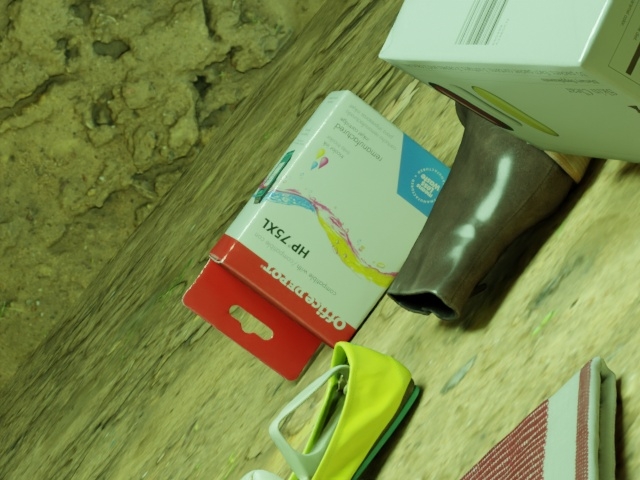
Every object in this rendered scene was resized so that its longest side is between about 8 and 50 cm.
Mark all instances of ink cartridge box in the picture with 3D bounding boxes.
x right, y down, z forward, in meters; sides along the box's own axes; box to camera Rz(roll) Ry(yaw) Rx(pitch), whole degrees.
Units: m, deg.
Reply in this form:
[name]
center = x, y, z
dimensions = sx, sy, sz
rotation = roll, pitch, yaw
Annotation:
[ink cartridge box]
center = 0.000, 0.000, 1.675
dimensions = 0.231, 0.134, 0.078
rotation = -54, 11, -3

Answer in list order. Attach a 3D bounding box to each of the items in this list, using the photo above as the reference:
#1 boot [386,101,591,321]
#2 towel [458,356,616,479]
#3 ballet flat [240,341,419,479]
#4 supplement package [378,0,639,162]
[boot]
center = 0.109, -0.042, 1.463
dimensions = 0.207, 0.090, 0.248
rotation = -52, 14, -6
[towel]
center = 0.044, 0.225, 1.049
dimensions = 0.329, 0.037, 0.237
rotation = -46, 10, 23
[ballet flat]
center = -0.012, 0.167, 1.348
dimensions = 0.231, 0.077, 0.077
rotation = -59, 13, -28
[supplement package]
center = 0.186, -0.165, 1.185
dimensions = 0.204, 0.145, 0.262
rotation = -65, 23, -4
